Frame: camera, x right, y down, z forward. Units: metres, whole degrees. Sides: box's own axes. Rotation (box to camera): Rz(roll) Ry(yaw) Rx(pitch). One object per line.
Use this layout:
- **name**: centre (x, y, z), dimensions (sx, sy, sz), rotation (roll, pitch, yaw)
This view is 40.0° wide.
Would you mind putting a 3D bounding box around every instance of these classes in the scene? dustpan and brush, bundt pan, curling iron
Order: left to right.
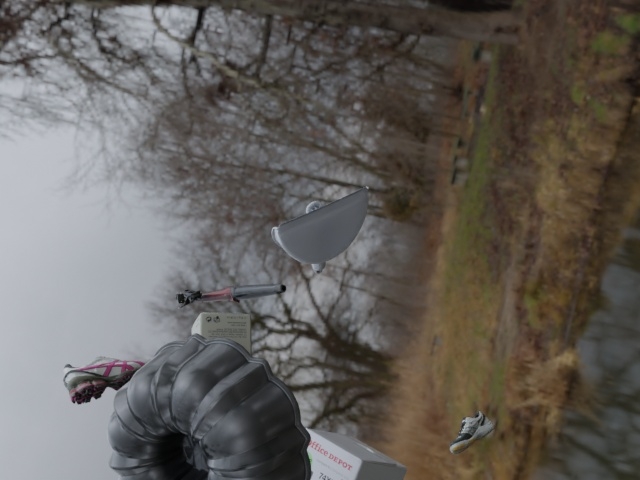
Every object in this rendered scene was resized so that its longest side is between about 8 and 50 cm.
- **bundt pan**: centre (-0.184, 0.313, 1.293), dimensions (0.124, 0.330, 0.331), rotation (-23, -51, -60)
- **curling iron**: centre (-0.180, 0.110, 1.732), dimensions (0.068, 0.274, 0.035), rotation (-20, -78, -57)
- **dustpan and brush**: centre (0.000, 0.000, 1.280), dimensions (0.060, 0.147, 0.211), rotation (56, 163, 36)

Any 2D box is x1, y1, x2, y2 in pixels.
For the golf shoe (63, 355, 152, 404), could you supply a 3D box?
- **golf shoe**: centre (-0.403, 0.251, 1.699), dimensions (0.086, 0.186, 0.067), rotation (58, 140, 30)

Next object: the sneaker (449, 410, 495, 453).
- **sneaker**: centre (0.201, 0.264, 1.211), dimensions (0.083, 0.037, 0.032), rotation (-21, -25, -39)

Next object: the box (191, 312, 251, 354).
- **box**: centre (-0.172, 0.270, 1.522), dimensions (0.113, 0.094, 0.275), rotation (127, 143, -62)

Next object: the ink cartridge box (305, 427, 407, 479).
- **ink cartridge box**: centre (0.039, 0.621, 2.113), dimensions (0.197, 0.198, 0.270), rotation (24, -93, -48)
